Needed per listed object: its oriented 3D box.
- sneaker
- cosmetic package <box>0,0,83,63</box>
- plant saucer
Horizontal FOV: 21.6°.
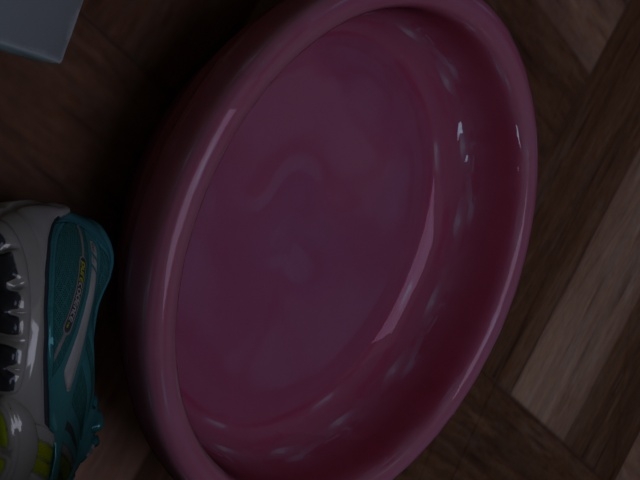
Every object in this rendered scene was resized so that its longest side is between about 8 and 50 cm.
[{"bbox_3d":[-0.152,0.115,0.847,0.110,0.107,0.275,-10,114,-57],"label":"sneaker"},{"bbox_3d":[-0.210,-0.132,0.664,0.239,0.099,0.060,14,98,-51],"label":"cosmetic package"},{"bbox_3d":[0.000,0.000,0.983,0.332,0.084,0.332,-24,124,-41],"label":"plant saucer"}]
